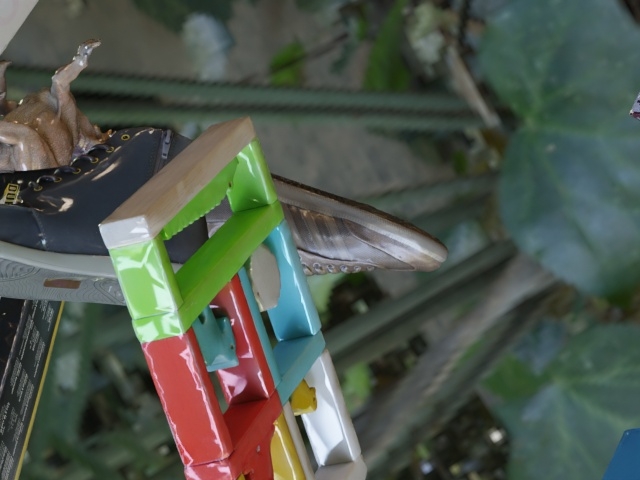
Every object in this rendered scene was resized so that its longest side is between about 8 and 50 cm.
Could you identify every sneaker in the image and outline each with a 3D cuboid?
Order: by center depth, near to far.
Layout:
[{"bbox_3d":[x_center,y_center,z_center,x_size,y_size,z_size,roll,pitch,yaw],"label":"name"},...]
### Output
[{"bbox_3d":[-0.185,-0.025,1.299,0.083,0.222,0.118,139,136,-60],"label":"sneaker"},{"bbox_3d":[0.000,0.000,1.410,0.188,0.071,0.066,20,-174,6],"label":"sneaker"}]

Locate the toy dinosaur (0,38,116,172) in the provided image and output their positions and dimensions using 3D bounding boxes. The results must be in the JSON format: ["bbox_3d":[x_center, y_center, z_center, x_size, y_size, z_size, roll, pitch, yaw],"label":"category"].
[{"bbox_3d":[-0.317,-0.098,2.112,0.127,0.296,0.200,2,118,37],"label":"toy dinosaur"}]

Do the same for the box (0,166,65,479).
[{"bbox_3d":[-0.349,0.086,1.533,0.079,0.257,0.322,73,-161,-49],"label":"box"}]

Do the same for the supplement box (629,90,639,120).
[{"bbox_3d":[0.409,-0.158,1.826,0.073,0.130,0.239,27,177,-20],"label":"supplement box"}]

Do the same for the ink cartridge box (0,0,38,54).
[{"bbox_3d":[-0.332,-0.321,1.802,0.066,0.189,0.232,15,151,29],"label":"ink cartridge box"}]

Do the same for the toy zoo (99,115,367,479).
[{"bbox_3d":[-0.037,0.091,1.103,0.030,0.192,0.293,-12,105,20],"label":"toy zoo"}]

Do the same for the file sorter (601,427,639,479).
[{"bbox_3d":[0.344,0.227,1.635,0.170,0.118,0.104,-14,112,33],"label":"file sorter"}]
